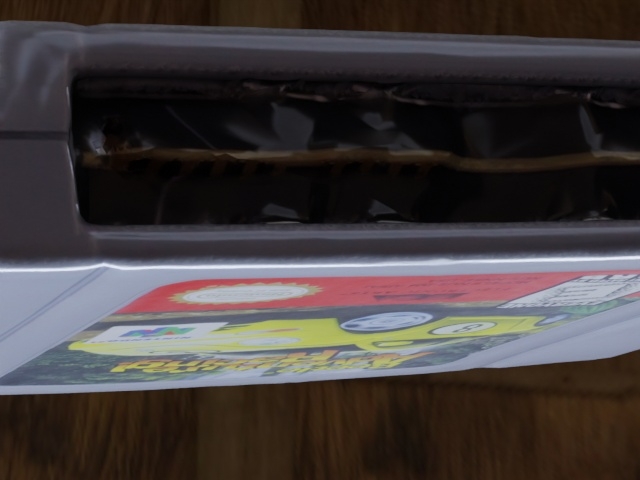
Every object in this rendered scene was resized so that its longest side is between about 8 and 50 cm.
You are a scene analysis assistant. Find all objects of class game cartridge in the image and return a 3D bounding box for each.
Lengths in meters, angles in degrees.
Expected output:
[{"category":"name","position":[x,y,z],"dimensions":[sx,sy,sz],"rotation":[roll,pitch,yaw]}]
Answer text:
[{"category":"game cartridge","position":[0.000,0.000,0.466],"dimensions":[0.294,0.196,0.060],"rotation":[-1,-98,-23]}]
